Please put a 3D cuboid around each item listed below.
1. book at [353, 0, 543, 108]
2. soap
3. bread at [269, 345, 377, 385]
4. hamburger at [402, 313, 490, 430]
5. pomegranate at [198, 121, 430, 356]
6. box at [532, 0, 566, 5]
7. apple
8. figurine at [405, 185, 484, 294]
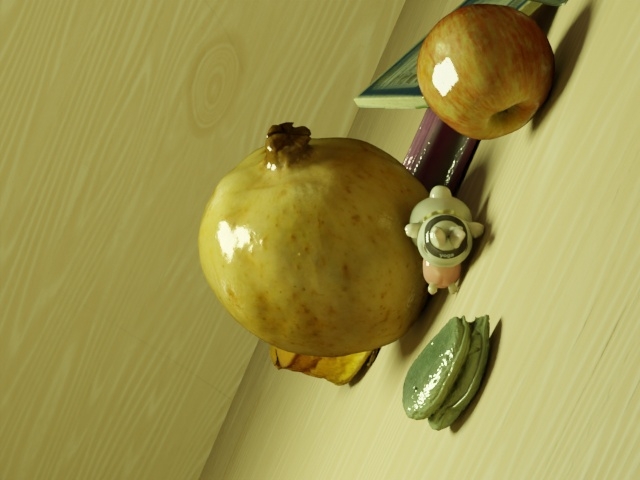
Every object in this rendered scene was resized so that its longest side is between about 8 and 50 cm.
[{"bbox_3d":[0.165,-0.242,1.982,0.228,0.018,0.322,-42,12,-6],"label":"book"},{"bbox_3d":[0.171,-0.156,2.052,0.122,0.066,0.203,-100,33,-77],"label":"soap"},{"bbox_3d":[0.014,0.098,2.224,0.269,0.143,0.195,119,172,-69],"label":"bread"},{"bbox_3d":[0.120,0.127,1.493,0.121,0.054,0.084,-57,8,27],"label":"hamburger"},{"bbox_3d":[0.000,0.012,1.919,0.307,0.307,0.307,-158,90,-85],"label":"pomegranate"},{"bbox_3d":[0.236,-0.314,1.790,0.084,0.122,0.069,120,159,-66],"label":"box"},{"bbox_3d":[0.176,-0.177,1.693,0.146,0.146,0.131,118,144,-52],"label":"apple"},{"bbox_3d":[0.143,0.007,1.751,0.146,0.081,0.098,-95,-16,-69],"label":"figurine"}]
